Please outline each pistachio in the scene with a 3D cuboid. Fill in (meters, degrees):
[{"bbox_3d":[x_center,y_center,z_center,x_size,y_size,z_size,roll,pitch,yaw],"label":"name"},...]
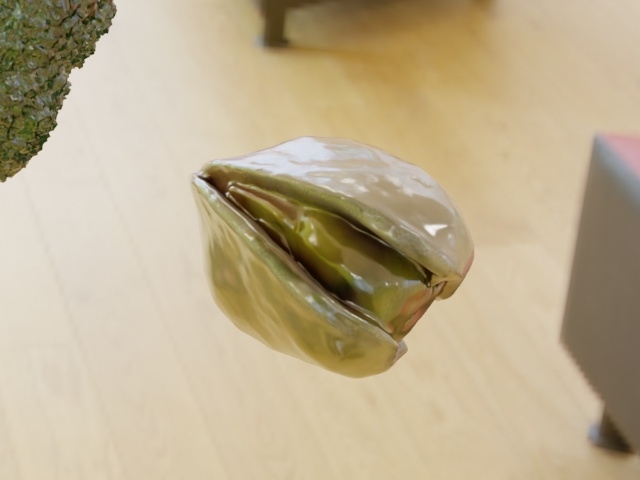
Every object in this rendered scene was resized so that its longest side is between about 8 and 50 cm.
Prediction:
[{"bbox_3d":[0.000,0.000,1.361,0.197,0.166,0.288,37,-9,-16],"label":"pistachio"}]

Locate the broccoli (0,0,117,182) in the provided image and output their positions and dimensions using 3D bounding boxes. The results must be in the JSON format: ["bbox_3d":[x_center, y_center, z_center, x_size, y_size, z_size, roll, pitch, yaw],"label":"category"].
[{"bbox_3d":[-0.257,-0.152,1.067,0.283,0.321,0.304,45,5,4],"label":"broccoli"}]
